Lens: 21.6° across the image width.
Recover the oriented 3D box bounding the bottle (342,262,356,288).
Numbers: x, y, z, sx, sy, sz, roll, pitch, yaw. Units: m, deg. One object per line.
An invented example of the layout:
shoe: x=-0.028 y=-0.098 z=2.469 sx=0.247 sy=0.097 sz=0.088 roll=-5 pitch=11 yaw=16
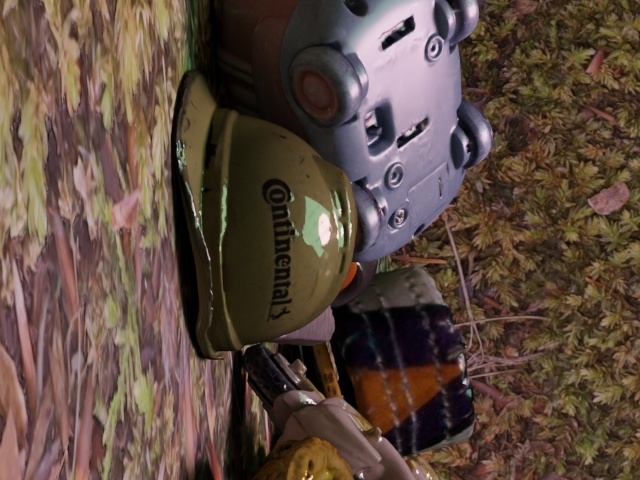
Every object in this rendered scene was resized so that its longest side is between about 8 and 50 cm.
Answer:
bottle: x=-0.026 y=-0.021 z=1.690 sx=0.187 sy=0.069 sz=0.069 roll=-120 pitch=-163 yaw=-47

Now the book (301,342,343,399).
book: x=0.020 y=0.246 z=2.003 sx=0.389 sy=0.032 sz=0.269 roll=-107 pitch=-173 yaw=-50

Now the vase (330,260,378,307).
vase: x=0.000 y=0.000 z=1.969 sx=0.183 sy=0.120 sz=0.120 roll=-108 pitch=-169 yaw=-57

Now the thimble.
thimble: x=0.089 y=0.144 z=2.024 sx=0.237 sy=0.150 sz=0.237 roll=165 pitch=-90 yaw=-84

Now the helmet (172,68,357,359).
helmet: x=-0.038 y=-0.021 z=1.437 sx=0.204 sy=0.137 sz=0.257 roll=-81 pitch=168 yaw=-59

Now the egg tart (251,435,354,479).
egg tart: x=-0.041 y=0.308 z=1.433 sx=0.294 sy=0.123 sz=0.294 roll=-1 pitch=90 yaw=-80

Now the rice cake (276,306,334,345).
rice cake: x=-0.043 y=0.078 z=1.710 sx=0.365 sy=0.073 sz=0.056 roll=31 pitch=60 yaw=-80

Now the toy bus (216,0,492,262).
toy bus: x=0.010 y=-0.138 z=1.576 sx=0.197 sy=0.232 sz=0.294 roll=-38 pitch=133 yaw=-34

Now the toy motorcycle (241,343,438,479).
toy motorcycle: x=0.052 y=0.244 z=1.648 sx=0.340 sy=0.108 sz=0.223 roll=48 pitch=1 yaw=-27

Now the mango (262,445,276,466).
mango: x=-0.020 y=0.267 z=1.764 sx=0.163 sy=0.089 sz=0.117 roll=1 pitch=84 yaw=-84
